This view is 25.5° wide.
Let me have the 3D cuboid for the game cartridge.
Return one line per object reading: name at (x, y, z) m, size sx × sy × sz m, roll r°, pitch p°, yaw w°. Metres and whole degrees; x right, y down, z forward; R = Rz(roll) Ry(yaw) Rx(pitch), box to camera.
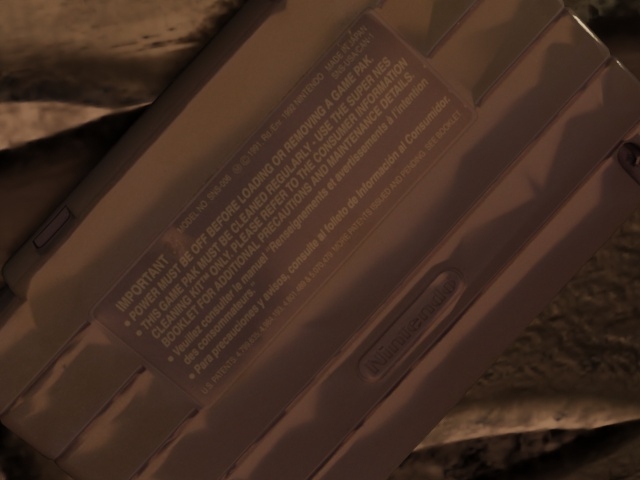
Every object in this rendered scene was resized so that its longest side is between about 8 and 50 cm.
game cartridge at (0.000, 0.000, 0.747) m, size 0.230 × 0.068 × 0.355 m, roll 43°, pitch 92°, yaw -15°
